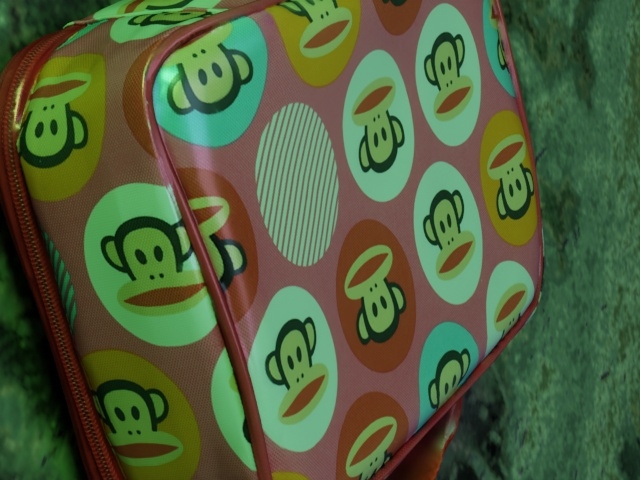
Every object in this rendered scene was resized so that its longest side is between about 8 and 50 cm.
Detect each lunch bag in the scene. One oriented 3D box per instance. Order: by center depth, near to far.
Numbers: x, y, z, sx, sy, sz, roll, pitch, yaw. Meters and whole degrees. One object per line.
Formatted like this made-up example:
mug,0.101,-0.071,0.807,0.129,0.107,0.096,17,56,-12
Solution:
lunch bag,0.000,0.000,0.848,0.293,0.120,0.258,-36,114,-53
